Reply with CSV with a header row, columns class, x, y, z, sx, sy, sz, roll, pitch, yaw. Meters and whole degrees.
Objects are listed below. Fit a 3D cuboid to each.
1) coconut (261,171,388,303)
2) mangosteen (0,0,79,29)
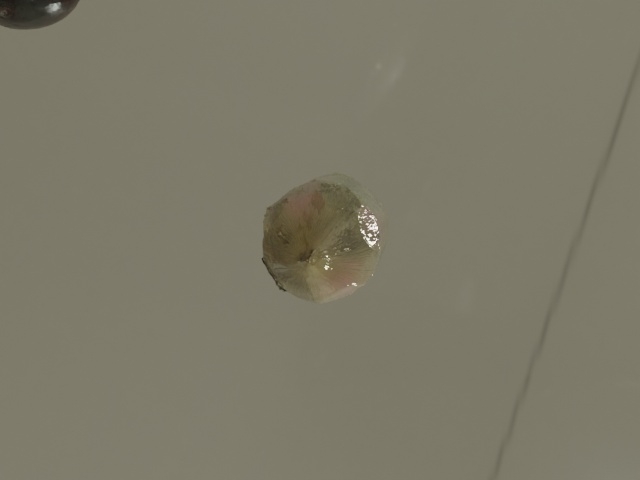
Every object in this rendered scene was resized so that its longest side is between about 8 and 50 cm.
class,x,y,z,sx,sy,sz,roll,pitch,yaw
coconut,0.000,0.000,1.226,0.124,0.110,0.110,-42,151,-70
mangosteen,-0.297,-0.290,1.444,0.152,0.153,0.152,-165,-90,-81
